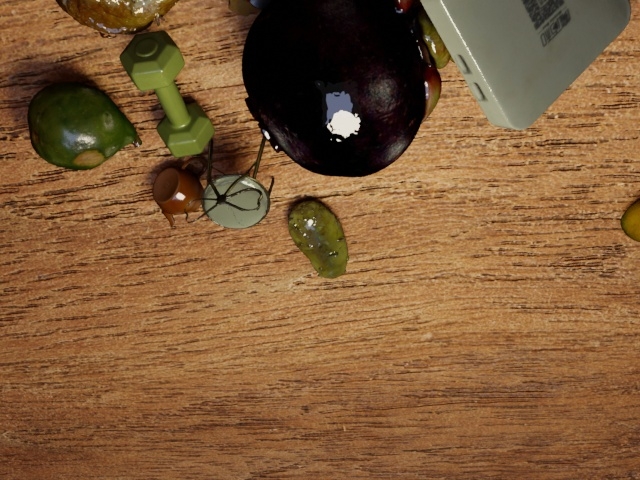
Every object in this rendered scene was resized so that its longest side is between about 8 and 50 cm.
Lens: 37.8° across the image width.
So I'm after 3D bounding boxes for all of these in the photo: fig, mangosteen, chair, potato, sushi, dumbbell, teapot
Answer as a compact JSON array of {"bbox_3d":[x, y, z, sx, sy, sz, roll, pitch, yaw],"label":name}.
[{"bbox_3d":[-0.493,-0.239,1.975,0.245,0.195,0.195,-6,139,-42],"label":"fig"},{"bbox_3d":[0.067,-0.328,1.773,0.435,0.382,0.382,-31,123,7],"label":"mangosteen"},{"bbox_3d":[-0.182,-0.091,1.974,0.160,0.325,0.170,-6,128,5],"label":"chair"},{"bbox_3d":[0.000,0.000,2.195,0.117,0.090,0.225,-18,125,14],"label":"potato"},{"bbox_3d":[-0.402,-0.498,1.767,0.297,0.166,0.179,19,150,-7],"label":"sushi"},{"bbox_3d":[-0.306,-0.292,1.898,0.108,0.121,0.302,-33,150,-9],"label":"dumbbell"},{"bbox_3d":[-0.308,-0.111,2.108,0.116,0.116,0.173,30,96,-21],"label":"teapot"}]

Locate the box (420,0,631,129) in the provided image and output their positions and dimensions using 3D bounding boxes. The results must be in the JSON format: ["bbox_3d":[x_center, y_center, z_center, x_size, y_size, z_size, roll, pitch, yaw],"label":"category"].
[{"bbox_3d":[0.386,-0.442,1.735,0.367,0.090,0.373,-44,123,-11],"label":"box"}]

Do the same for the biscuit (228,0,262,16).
[{"bbox_3d":[-0.116,-0.538,1.799,0.212,0.041,0.238,21,127,-14],"label":"biscuit"}]

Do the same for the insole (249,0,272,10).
[{"bbox_3d":[-0.098,-0.555,1.761,0.086,0.005,0.253,7,123,-4],"label":"insole"}]

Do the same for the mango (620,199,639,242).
[{"bbox_3d":[0.805,-0.045,2.137,0.221,0.120,0.151,12,129,0],"label":"mango"}]
